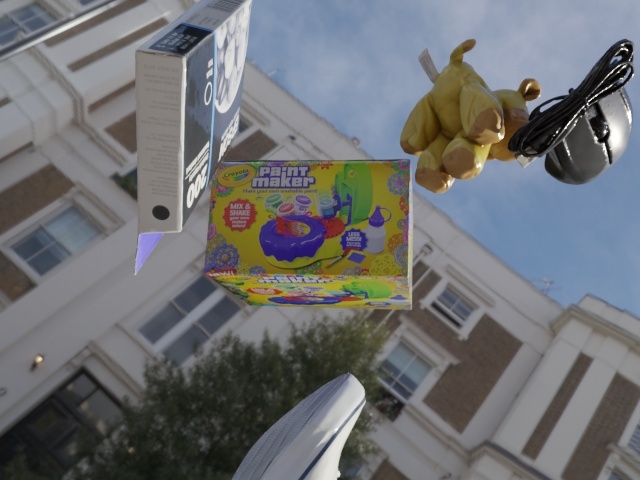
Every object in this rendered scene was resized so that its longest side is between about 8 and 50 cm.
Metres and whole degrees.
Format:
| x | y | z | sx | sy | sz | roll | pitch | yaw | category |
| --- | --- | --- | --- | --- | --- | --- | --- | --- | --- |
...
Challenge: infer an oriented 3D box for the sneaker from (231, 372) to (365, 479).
| x | y | z | sx | sy | sz | roll | pitch | yaw | category |
| --- | --- | --- | --- | --- | --- | --- | --- | --- | --- |
| -0.023 | 0.217 | 0.549 | 0.091 | 0.258 | 0.094 | 50 | -45 | -6 | sneaker |

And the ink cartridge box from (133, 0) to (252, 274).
| x | y | z | sx | sy | sz | roll | pitch | yaw | category |
| --- | --- | --- | --- | --- | --- | --- | --- | --- | --- |
| -0.114 | -0.102 | 0.615 | 0.045 | 0.206 | 0.208 | 13 | -56 | 2 | ink cartridge box |

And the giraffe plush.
| x | y | z | sx | sy | sz | roll | pitch | yaw | category |
| --- | --- | --- | --- | --- | --- | --- | --- | --- | --- |
| 0.230 | -0.167 | 0.955 | 0.171 | 0.210 | 0.181 | 11 | -26 | -31 | giraffe plush |

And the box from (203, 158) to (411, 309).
| x | y | z | sx | sy | sz | roll | pitch | yaw | category |
| --- | --- | --- | --- | --- | --- | --- | --- | --- | --- |
| 0.000 | 0.000 | 1.069 | 0.290 | 0.176 | 0.279 | 0 | -16 | 9 | box |

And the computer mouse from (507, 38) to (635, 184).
| x | y | z | sx | sy | sz | roll | pitch | yaw | category |
| --- | --- | --- | --- | --- | --- | --- | --- | --- | --- |
| 0.358 | -0.134 | 0.902 | 0.072 | 0.188 | 0.272 | 52 | 11 | 24 | computer mouse |
